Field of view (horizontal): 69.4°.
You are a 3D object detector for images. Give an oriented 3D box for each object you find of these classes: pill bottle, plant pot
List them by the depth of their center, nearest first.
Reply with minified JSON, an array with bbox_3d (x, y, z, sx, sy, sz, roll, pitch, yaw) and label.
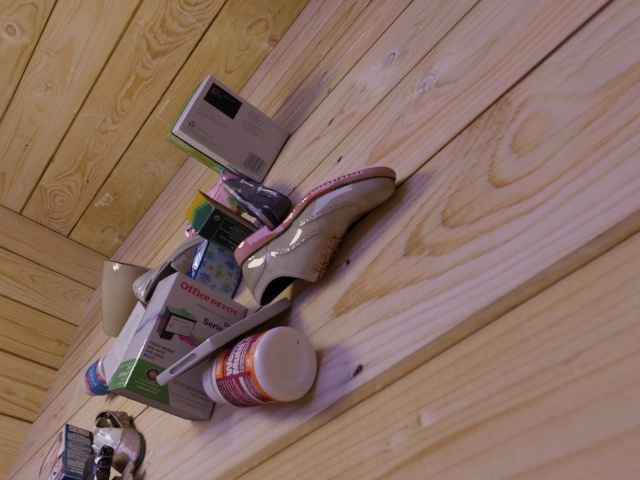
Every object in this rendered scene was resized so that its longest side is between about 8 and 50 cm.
[{"bbox_3d":[-0.117,0.232,0.824,0.221,0.121,0.121,-27,39,45],"label":"pill bottle"},{"bbox_3d":[-0.773,0.486,1.662,0.222,0.124,0.124,-37,32,36],"label":"pill bottle"},{"bbox_3d":[-0.735,0.233,1.786,0.257,0.257,0.273,3,80,61],"label":"plant pot"}]

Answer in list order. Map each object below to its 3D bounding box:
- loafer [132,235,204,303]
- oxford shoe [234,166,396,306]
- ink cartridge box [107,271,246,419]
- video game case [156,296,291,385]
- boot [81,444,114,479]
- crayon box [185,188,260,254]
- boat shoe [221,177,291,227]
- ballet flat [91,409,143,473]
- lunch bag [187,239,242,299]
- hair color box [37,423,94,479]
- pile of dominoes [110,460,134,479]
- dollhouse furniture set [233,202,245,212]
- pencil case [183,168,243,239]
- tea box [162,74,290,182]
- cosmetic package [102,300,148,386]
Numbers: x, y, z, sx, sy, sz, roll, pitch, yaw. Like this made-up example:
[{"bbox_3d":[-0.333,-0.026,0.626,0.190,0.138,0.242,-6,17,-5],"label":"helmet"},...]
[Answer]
[{"bbox_3d":[-0.467,0.095,1.534,0.319,0.112,0.112,-42,37,-17],"label":"loafer"},{"bbox_3d":[0.000,0.000,0.921,0.397,0.141,0.146,-34,65,30],"label":"oxford shoe"},{"bbox_3d":[-0.316,0.242,1.062,0.117,0.201,0.278,-26,39,46],"label":"ink cartridge box"},{"bbox_3d":[-0.192,0.203,0.938,0.206,0.026,0.227,-37,-8,35],"label":"video game case"},{"bbox_3d":[-0.519,0.591,1.071,0.263,0.091,0.228,-42,38,28],"label":"boot"},{"bbox_3d":[-0.248,-0.033,1.252,0.083,0.203,0.323,-57,26,0],"label":"crayon box"},{"bbox_3d":[-0.186,-0.125,1.349,0.095,0.112,0.335,-43,37,-9],"label":"boat shoe"},{"bbox_3d":[-0.576,0.548,1.275,0.316,0.106,0.107,-4,57,58],"label":"ballet flat"},{"bbox_3d":[-0.288,0.083,1.273,0.096,0.129,0.151,-40,33,33],"label":"lunch bag"},{"bbox_3d":[-0.806,0.742,1.457,0.347,0.105,0.173,7,67,62],"label":"hair color box"},{"bbox_3d":[-0.474,0.674,1.068,0.196,0.040,0.251,-48,36,17],"label":"pile of dominoes"},{"bbox_3d":[-0.282,-0.045,1.485,0.151,0.059,0.076,-59,26,-4],"label":"dollhouse furniture set"},{"bbox_3d":[-0.361,-0.109,1.603,0.284,0.124,0.124,-48,27,24],"label":"pencil case"},{"bbox_3d":[-0.345,-0.377,1.656,0.219,0.329,0.324,-61,25,-7],"label":"tea box"},{"bbox_3d":[-0.546,0.333,1.426,0.224,0.138,0.224,-61,26,-11],"label":"cosmetic package"}]
